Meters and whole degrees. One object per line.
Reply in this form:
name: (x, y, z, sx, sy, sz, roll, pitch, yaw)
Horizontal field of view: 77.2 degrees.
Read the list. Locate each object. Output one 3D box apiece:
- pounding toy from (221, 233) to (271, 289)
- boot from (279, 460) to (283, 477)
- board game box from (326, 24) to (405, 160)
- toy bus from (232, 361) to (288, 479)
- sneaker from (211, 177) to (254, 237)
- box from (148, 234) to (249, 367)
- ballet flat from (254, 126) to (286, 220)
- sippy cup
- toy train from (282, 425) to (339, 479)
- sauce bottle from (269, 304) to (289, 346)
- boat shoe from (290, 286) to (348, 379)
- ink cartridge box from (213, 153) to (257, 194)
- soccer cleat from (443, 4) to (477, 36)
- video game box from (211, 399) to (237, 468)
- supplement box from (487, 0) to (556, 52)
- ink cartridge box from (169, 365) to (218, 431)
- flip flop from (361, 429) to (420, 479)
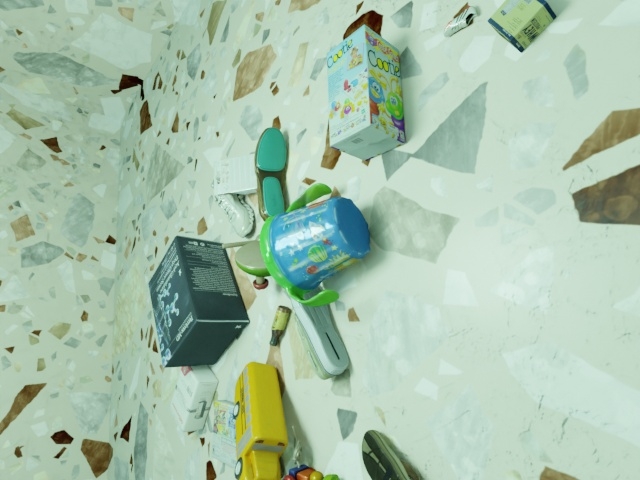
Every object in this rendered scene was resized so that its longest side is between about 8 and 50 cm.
pounding toy: (-0.191, 0.077, 1.300, 0.237, 0.183, 0.110, 32, 132, 47)
boot: (-0.198, 0.682, 1.224, 0.197, 0.073, 0.152, -45, 52, 17)
board game box: (0.116, -0.374, 1.044, 0.144, 0.142, 0.275, -15, 71, 46)
toy bus: (-0.170, 0.512, 1.126, 0.130, 0.108, 0.333, -59, 25, 19)
sneaker: (-0.339, -0.129, 1.523, 0.110, 0.118, 0.292, -47, 52, 29)
box: (-0.476, 0.230, 1.526, 0.293, 0.212, 0.395, -51, 49, 28)
ballet flat: (-0.177, -0.214, 1.383, 0.124, 0.116, 0.342, 148, 119, -63)
sippy cup: (0.000, 0.000, 1.050, 0.224, 0.240, 0.305, -24, 88, 32)
toy train: (-0.014, 0.607, 1.017, 0.143, 0.105, 0.248, -19, 68, 34)
sauce bottle: (-0.132, 0.269, 1.258, 0.042, 0.042, 0.128, 22, 97, 48)
boat shoe: (-0.027, 0.234, 1.102, 0.094, 0.109, 0.302, -47, 53, 34)
ink cartridge box: (-0.309, -0.239, 1.500, 0.179, 0.045, 0.145, -9, 73, 13)
soccer cleat: (0.322, -0.502, 0.927, 0.083, 0.029, 0.035, -36, 52, 32)
video game box: (-0.298, 0.652, 1.358, 0.205, 0.048, 0.187, -12, 75, 46)
supplement box: (0.401, -0.444, 0.804, 0.083, 0.056, 0.083, -47, 51, 31)
ink cartridge box: (-0.494, 0.598, 1.556, 0.158, 0.092, 0.218, 30, 102, 47)
flip flop: (0.173, 0.523, 0.845, 0.277, 0.080, 0.112, 48, 123, 59)
